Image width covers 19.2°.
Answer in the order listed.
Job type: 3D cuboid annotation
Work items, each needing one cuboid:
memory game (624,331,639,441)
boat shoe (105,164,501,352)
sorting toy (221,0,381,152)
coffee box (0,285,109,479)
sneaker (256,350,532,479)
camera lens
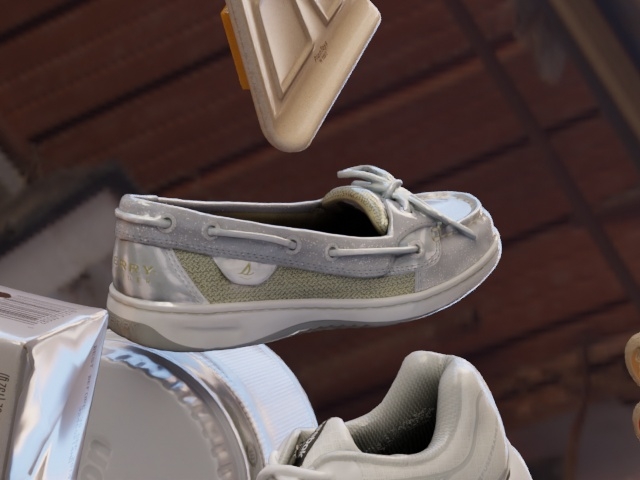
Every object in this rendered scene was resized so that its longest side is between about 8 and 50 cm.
[{"bbox_3d":[0.229,0.095,0.976,0.012,0.186,0.186,-23,-41,-36],"label":"memory game"},{"bbox_3d":[-0.003,0.000,1.306,0.320,0.118,0.103,-9,-69,-33],"label":"boat shoe"},{"bbox_3d":[-0.029,-0.187,1.192,0.038,0.193,0.208,-5,-58,24],"label":"sorting toy"},{"bbox_3d":[-0.273,0.086,0.920,0.297,0.119,0.168,13,-82,12],"label":"coffee box"},{"bbox_3d":[-0.016,0.162,0.967,0.292,0.110,0.118,-35,-51,-27],"label":"sneaker"},{"bbox_3d":[-0.127,0.171,1.381,0.219,0.274,0.219,0,-89,12],"label":"camera lens"}]
